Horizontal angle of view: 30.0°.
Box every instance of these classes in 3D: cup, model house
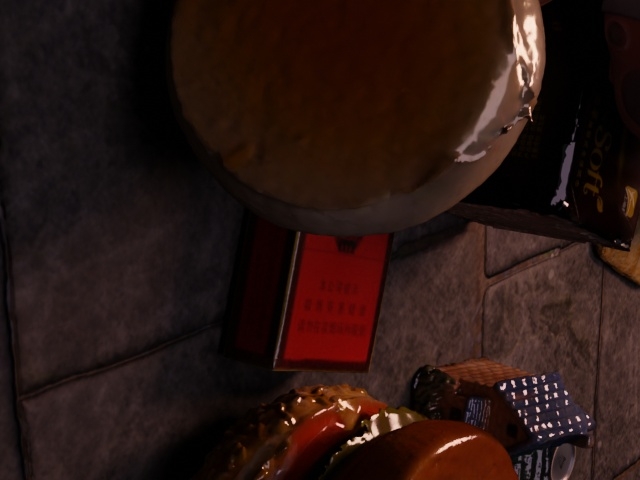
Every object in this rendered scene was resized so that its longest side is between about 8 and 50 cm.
[{"bbox_3d":[0.272,0.283,1.524,0.078,0.077,0.100,40,68,-49],"label":"cup"},{"bbox_3d":[0.210,0.240,1.357,0.166,0.172,0.183,-2,102,-53],"label":"model house"}]

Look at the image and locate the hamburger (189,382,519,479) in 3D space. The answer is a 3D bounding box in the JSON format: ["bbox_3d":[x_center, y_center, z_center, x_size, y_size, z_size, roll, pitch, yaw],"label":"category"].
[{"bbox_3d":[0.023,0.294,1.068,0.330,0.250,0.330,-11,104,-51],"label":"hamburger"}]

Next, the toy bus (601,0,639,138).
[{"bbox_3d":[0.399,-0.181,1.154,0.294,0.197,0.232,-25,127,-44],"label":"toy bus"}]

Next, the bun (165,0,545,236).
[{"bbox_3d":[0.033,-0.143,0.952,0.165,0.299,0.299,28,76,-75],"label":"bun"}]

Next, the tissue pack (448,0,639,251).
[{"bbox_3d":[0.245,-0.195,1.266,0.198,0.210,0.370,18,86,-45],"label":"tissue pack"}]

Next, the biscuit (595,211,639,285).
[{"bbox_3d":[0.455,-0.005,1.721,0.247,0.029,0.118,24,80,-52],"label":"biscuit"}]

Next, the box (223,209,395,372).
[{"bbox_3d":[0.001,0.000,1.107,0.153,0.074,0.239,10,90,-49],"label":"box"}]

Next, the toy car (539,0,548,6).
[{"bbox_3d":[0.145,-0.322,1.033,0.180,0.212,0.270,-14,97,-26],"label":"toy car"}]
